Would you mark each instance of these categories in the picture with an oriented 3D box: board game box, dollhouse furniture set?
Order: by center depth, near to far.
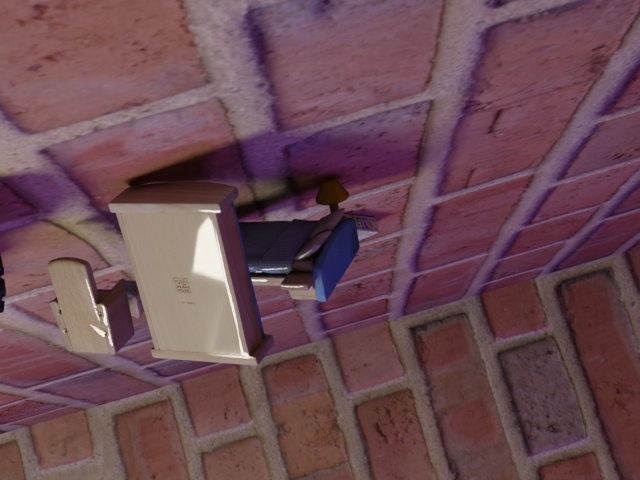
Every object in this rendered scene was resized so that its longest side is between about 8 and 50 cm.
[{"bbox_3d":[-0.136,-0.020,1.243,0.286,0.198,0.303,1,-152,23],"label":"dollhouse furniture set"},{"bbox_3d":[0.000,0.000,1.588,0.154,0.026,0.103,-24,166,29],"label":"board game box"}]

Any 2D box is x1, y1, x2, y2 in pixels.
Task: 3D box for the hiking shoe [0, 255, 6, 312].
[{"bbox_3d":[-0.419,0.052,1.069,0.132,0.113,0.304,-8,165,-36],"label":"hiking shoe"}]
